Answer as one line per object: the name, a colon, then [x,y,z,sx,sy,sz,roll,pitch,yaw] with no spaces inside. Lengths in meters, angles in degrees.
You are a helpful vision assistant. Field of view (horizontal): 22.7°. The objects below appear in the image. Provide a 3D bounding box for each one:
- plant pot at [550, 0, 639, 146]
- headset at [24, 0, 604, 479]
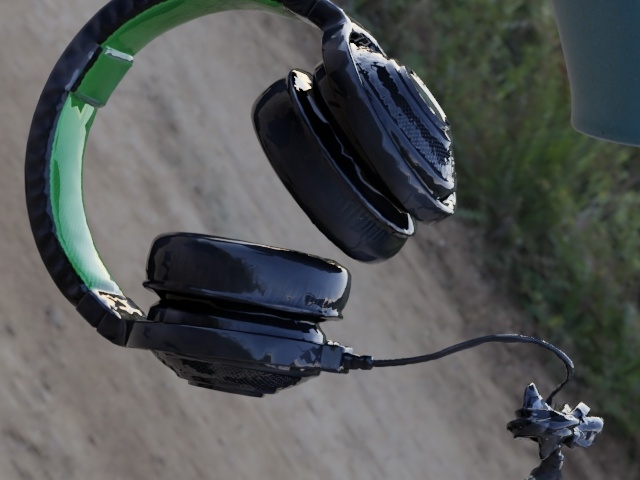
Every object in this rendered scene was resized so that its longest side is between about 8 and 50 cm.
plant pot: [0.271,-0.192,1.077,0.271,0.271,0.255,-29,123,-69]
headset: [0.000,0.000,0.974,0.394,0.243,0.185,38,8,23]
